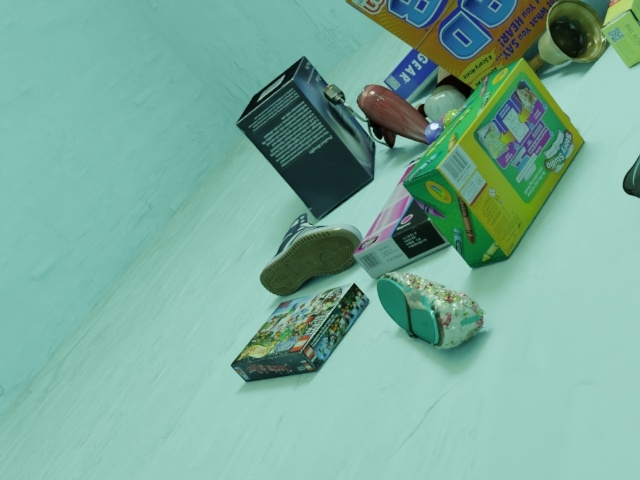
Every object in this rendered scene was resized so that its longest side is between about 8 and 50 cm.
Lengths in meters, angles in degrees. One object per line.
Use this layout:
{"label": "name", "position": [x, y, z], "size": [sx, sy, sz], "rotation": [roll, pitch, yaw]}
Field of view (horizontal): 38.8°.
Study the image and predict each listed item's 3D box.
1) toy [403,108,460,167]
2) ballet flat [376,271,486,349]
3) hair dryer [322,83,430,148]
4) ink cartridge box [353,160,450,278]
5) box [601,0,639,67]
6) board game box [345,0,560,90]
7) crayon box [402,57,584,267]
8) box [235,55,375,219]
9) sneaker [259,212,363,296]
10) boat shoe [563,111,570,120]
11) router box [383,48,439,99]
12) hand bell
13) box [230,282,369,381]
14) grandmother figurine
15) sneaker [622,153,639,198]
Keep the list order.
{"label": "toy", "position": [0.260, -0.223, 1.717], "size": [0.237, 0.056, 0.137], "rotation": [-28, 0, -9]}
{"label": "ballet flat", "position": [0.147, 0.091, 1.210], "size": [0.077, 0.091, 0.241], "rotation": [-13, 14, -13]}
{"label": "hair dryer", "position": [0.157, -0.274, 2.036], "size": [0.080, 0.223, 0.293], "rotation": [-57, 38, -1]}
{"label": "ink cartridge box", "position": [0.201, -0.089, 1.599], "size": [0.175, 0.069, 0.371], "rotation": [-28, 17, 41]}
{"label": "box", "position": [0.539, -0.388, 1.553], "size": [0.058, 0.087, 0.232], "rotation": [-29, 20, 39]}
{"label": "board game box", "position": [0.319, -0.595, 1.860], "size": [0.356, 0.356, 0.356], "rotation": [-51, 12, 38]}
{"label": "crayon box", "position": [0.257, -0.116, 1.319], "size": [0.081, 0.165, 0.278], "rotation": [-20, 25, 54]}
{"label": "box", "position": [-0.022, -0.253, 2.170], "size": [0.182, 0.294, 0.296], "rotation": [-35, 16, 17]}
{"label": "sneaker", "position": [0.000, 0.000, 1.770], "size": [0.282, 0.099, 0.153], "rotation": [-30, 20, 46]}
{"label": "boat shoe", "position": [0.355, -0.185, 1.499], "size": [0.048, 0.056, 0.153], "rotation": [-54, 16, -12]}
{"label": "router box", "position": [0.341, -0.539, 2.333], "size": [0.301, 0.082, 0.335], "rotation": [-46, 2, -29]}
{"label": "hand bell", "position": [0.425, -0.351, 1.748], "size": [0.126, 0.126, 0.242], "rotation": [-47, 4, -23]}
{"label": "box", "position": [-0.038, 0.156, 1.519], "size": [0.233, 0.044, 0.159], "rotation": [-20, 25, 54]}
{"label": "grandmother figurine", "position": [0.291, -0.341, 2.026], "size": [0.208, 0.104, 0.342], "rotation": [-43, 10, 28]}
{"label": "sneaker", "position": [0.444, -0.146, 1.067], "size": [0.267, 0.101, 0.106], "rotation": [-48, 14, -25]}
